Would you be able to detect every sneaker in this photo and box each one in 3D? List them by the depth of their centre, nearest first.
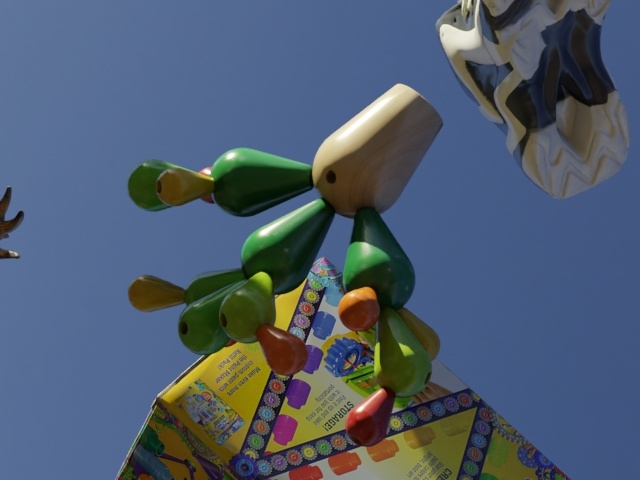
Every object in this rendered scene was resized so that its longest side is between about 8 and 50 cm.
[{"bbox_3d":[0.118,-0.156,1.202,0.153,0.094,0.235,47,-19,53],"label":"sneaker"}]

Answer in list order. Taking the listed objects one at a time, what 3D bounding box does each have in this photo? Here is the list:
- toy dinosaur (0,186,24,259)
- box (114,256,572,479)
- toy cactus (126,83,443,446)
[{"bbox_3d":[-0.366,0.015,1.825,0.127,0.200,0.296,-57,-153,21],"label":"toy dinosaur"},{"bbox_3d":[0.005,0.223,1.314,0.279,0.177,0.290,43,-39,10],"label":"box"},{"bbox_3d":[0.000,0.000,1.021,0.219,0.180,0.112,34,-13,41],"label":"toy cactus"}]
